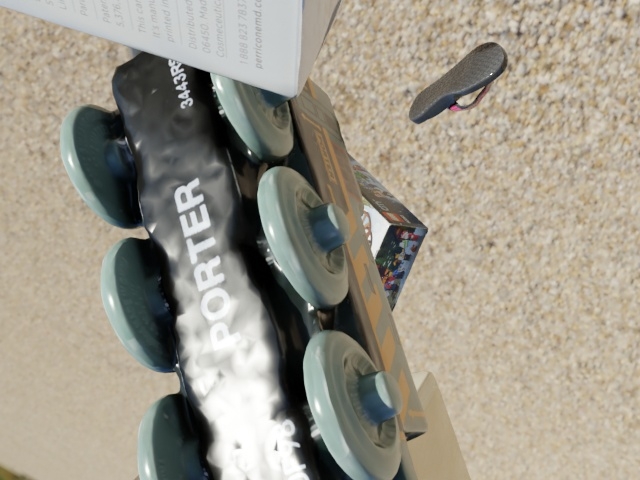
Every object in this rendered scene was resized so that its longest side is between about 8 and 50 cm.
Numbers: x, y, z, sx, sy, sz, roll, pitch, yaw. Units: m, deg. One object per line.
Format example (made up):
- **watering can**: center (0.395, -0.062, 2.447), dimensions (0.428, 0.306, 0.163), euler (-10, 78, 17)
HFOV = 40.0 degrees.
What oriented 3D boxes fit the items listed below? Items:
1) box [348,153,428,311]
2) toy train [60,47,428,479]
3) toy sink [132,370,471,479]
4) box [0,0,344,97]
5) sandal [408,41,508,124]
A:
- **box**: center (0.000, 0.000, 0.843), dimensions (0.044, 0.159, 0.233), euler (7, -155, -32)
- **toy train**: center (-0.027, 0.027, 0.504), dimensions (0.142, 0.334, 0.190), euler (-25, 160, 19)
- **toy sink**: center (-0.014, 0.213, 0.712), dimensions (0.234, 0.153, 0.131), euler (-15, 100, 25)
- **box**: center (-0.130, -0.237, 0.376), dimensions (0.345, 0.215, 0.168), euler (18, 149, 7)
- **sandal**: center (0.170, -0.181, 1.046), dimensions (0.040, 0.067, 0.179), euler (31, 155, -17)
